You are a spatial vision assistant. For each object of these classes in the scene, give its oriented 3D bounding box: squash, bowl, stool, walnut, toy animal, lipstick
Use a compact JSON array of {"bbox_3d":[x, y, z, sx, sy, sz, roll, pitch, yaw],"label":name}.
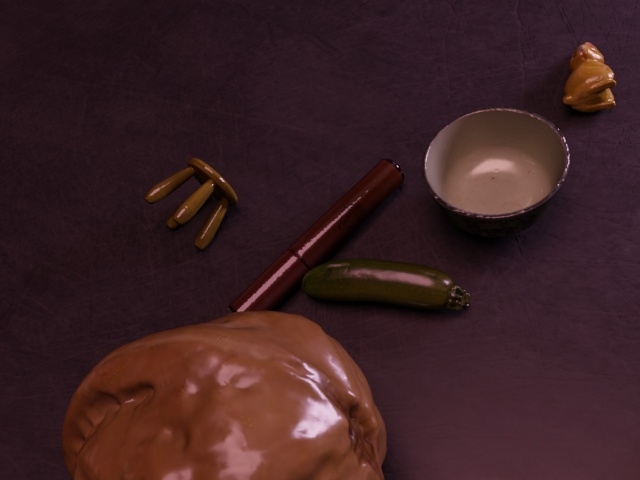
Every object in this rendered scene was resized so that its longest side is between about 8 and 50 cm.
[{"bbox_3d":[0.092,0.063,1.076,0.258,0.069,0.069,3,57,19],"label":"squash"},{"bbox_3d":[0.266,-0.088,1.099,0.211,0.112,0.211,-9,53,12],"label":"bowl"},{"bbox_3d":[-0.216,-0.066,1.236,0.135,0.134,0.110,43,74,-12],"label":"stool"},{"bbox_3d":[-0.105,0.254,0.851,0.384,0.383,0.383,-8,54,12],"label":"walnut"},{"bbox_3d":[0.442,-0.286,1.213,0.083,0.070,0.159,-5,50,16],"label":"toy animal"},{"bbox_3d":[0.000,0.000,1.156,0.357,0.057,0.057,-43,55,-14],"label":"lipstick"}]
